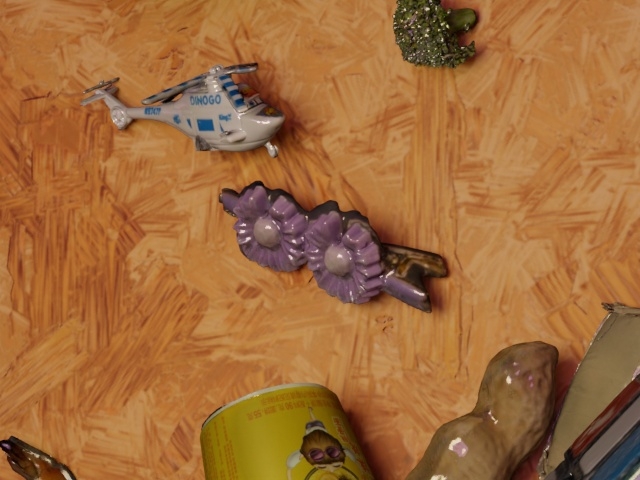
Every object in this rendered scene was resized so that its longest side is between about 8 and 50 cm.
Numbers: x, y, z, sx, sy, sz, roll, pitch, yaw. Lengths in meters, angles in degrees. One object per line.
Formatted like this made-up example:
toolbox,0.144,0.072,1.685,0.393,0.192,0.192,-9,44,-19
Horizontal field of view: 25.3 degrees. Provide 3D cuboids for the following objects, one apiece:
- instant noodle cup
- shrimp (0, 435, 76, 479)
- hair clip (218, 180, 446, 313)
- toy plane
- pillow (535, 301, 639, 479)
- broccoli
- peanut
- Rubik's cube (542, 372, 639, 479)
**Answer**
instant noodle cup,-0.021,0.277,1.409,0.215,0.215,0.236,-27,61,16
shrimp,-0.393,0.317,1.574,0.290,0.054,0.222,11,68,-2
hair clip,0.000,0.000,1.518,0.292,0.084,0.106,20,130,28
toy plane,-0.156,-0.136,1.588,0.273,0.182,0.107,-6,108,23
pillow,0.273,0.159,1.355,0.119,0.053,0.208,18,85,63
broccoli,0.121,-0.227,1.526,0.092,0.097,0.095,-14,95,-23
peanut,0.161,0.195,1.386,0.228,0.104,0.085,-53,46,-2
Rubik's cube,0.284,0.342,1.112,0.363,0.362,0.359,42,91,10
